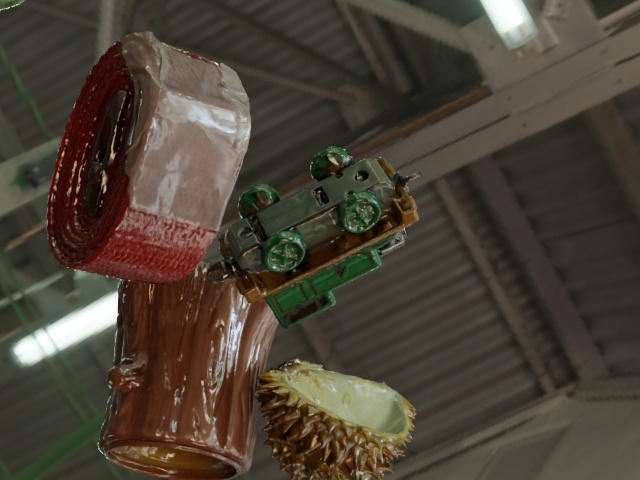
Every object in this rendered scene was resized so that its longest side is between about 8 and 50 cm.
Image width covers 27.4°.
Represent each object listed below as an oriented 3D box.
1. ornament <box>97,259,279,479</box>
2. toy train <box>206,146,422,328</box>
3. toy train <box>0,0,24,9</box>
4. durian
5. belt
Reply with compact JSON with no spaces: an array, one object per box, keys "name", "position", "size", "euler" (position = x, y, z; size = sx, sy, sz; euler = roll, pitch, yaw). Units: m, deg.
[{"name":"ornament","position":[-0.155,0.151,1.513],"size":[0.235,0.221,0.217],"euler":[-10,-118,33]},{"name":"toy train","position":[0.000,0.000,1.278],"size":[0.091,0.228,0.136],"euler":[60,-6,45]},{"name":"toy train","position":[-0.236,-0.272,0.833],"size":[0.159,0.188,0.271],"euler":[-17,-90,4]},{"name":"durian","position":[0.021,0.212,1.492],"size":[0.144,0.252,0.139],"euler":[-50,-142,36]},{"name":"belt","position":[-0.135,-0.062,1.088],"size":[0.128,0.124,0.200],"euler":[20,-87,47]}]
